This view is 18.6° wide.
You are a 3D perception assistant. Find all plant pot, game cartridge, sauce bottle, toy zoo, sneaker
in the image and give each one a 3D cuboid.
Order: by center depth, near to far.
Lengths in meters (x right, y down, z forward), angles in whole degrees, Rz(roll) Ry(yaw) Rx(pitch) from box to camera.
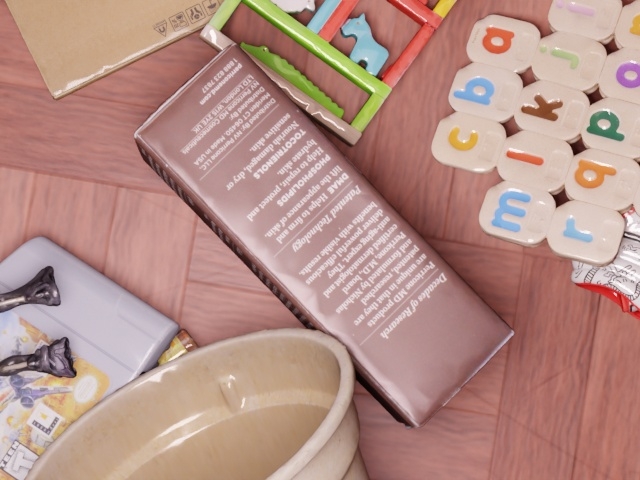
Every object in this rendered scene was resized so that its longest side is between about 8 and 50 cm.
[{"bbox_3d":[-0.063,0.299,1.762,0.334,0.334,0.305,-27,112,-3],"label":"plant pot"},{"bbox_3d":[-0.297,0.155,1.902,0.198,0.062,0.297,32,86,9],"label":"game cartridge"},{"bbox_3d":[-0.174,0.140,1.931,0.128,0.042,0.042,-37,89,-6],"label":"sauce bottle"},{"bbox_3d":[0.382,0.021,1.933,0.270,0.090,0.145,14,83,3],"label":"sneaker"},{"bbox_3d":[0.039,-0.267,1.958,0.192,0.030,0.293,36,84,-4],"label":"toy zoo"}]

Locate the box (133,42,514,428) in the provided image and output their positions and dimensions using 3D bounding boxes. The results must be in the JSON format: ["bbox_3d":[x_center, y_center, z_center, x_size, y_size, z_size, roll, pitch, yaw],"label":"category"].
[{"bbox_3d":[0.000,0.000,1.871,0.143,0.191,0.381,-42,89,-4],"label":"box"}]

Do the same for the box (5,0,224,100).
[{"bbox_3d":[-0.214,-0.258,1.963,0.201,0.021,0.164,-26,88,-3],"label":"box"}]

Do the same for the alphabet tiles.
[{"bbox_3d":[0.262,-0.117,1.925,0.278,0.021,0.284,16,73,15],"label":"alphabet tiles"}]

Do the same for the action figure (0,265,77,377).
[{"bbox_3d":[-0.373,0.114,1.827,0.275,0.141,0.164,-12,80,-9],"label":"action figure"}]
